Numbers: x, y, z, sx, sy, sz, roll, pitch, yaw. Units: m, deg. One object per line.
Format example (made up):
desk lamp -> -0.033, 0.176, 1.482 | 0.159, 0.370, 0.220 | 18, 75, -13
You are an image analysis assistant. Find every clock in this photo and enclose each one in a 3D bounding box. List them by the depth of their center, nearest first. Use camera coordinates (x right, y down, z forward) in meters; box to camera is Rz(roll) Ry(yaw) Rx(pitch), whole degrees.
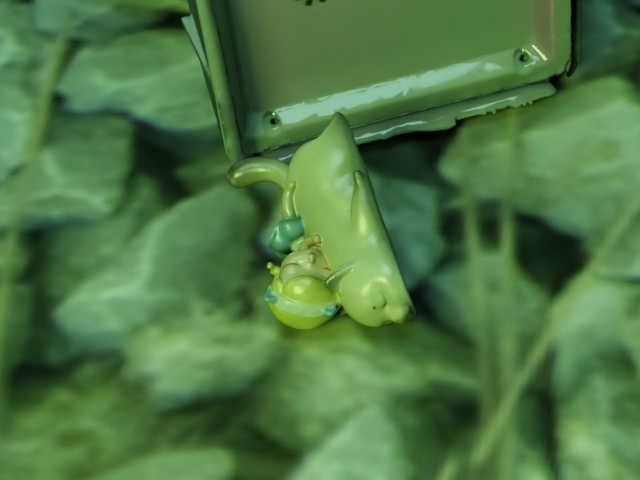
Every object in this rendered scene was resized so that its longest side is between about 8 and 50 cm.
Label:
clock -> 0.014, -0.126, 0.612 | 0.144, 0.193, 0.073 | -14, 47, -6

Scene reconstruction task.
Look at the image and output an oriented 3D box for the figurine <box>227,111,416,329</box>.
figurine -> 0.000, 0.000, 0.608 | 0.050, 0.047, 0.083 | -23, 55, 8
